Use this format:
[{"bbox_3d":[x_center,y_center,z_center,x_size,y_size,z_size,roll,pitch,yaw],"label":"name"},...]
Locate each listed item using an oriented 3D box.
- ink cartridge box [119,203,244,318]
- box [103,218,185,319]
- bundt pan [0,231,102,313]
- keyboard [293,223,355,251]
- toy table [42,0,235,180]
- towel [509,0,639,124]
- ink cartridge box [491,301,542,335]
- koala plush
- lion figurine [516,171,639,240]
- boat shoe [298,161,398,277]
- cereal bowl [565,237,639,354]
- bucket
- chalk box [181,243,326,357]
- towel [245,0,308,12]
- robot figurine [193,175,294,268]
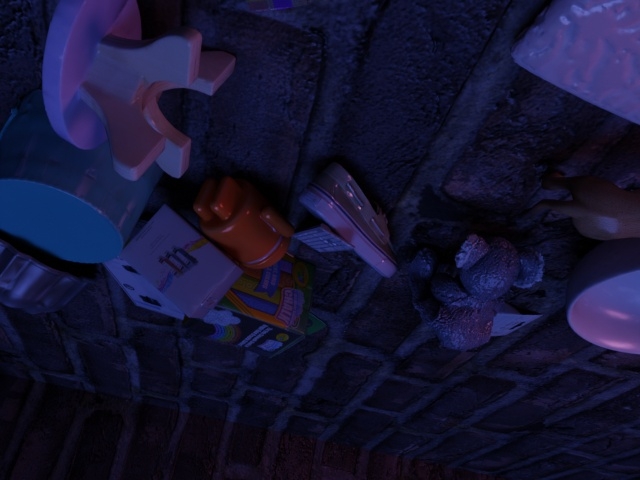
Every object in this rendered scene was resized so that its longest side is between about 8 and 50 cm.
[{"bbox_3d":[-0.251,0.043,1.113,0.176,0.127,0.128,41,174,5],"label":"ink cartridge box"},{"bbox_3d":[-0.379,0.065,1.340,0.169,0.087,0.290,15,150,15],"label":"box"},{"bbox_3d":[-0.606,0.027,1.168,0.330,0.124,0.331,37,179,1],"label":"bundt pan"},{"bbox_3d":[0.000,0.000,1.113,0.072,0.014,0.256,37,171,-9],"label":"keyboard"},{"bbox_3d":[-0.242,-0.201,0.796,0.160,0.252,0.274,29,156,2],"label":"toy table"},{"bbox_3d":[0.440,-0.257,0.662,0.316,0.053,0.332,19,148,-16],"label":"towel"},{"bbox_3d":[0.399,0.180,1.396,0.179,0.045,0.145,2,152,-23],"label":"ink cartridge box"},{"bbox_3d":[0.296,0.077,1.125,0.196,0.203,0.221,19,135,-15],"label":"koala plush"},{"bbox_3d":[0.470,-0.045,0.817,0.392,0.142,0.240,-10,-173,20],"label":"lion figurine"},{"bbox_3d":[0.077,-0.027,1.085,0.109,0.094,0.302,39,178,41],"label":"boat shoe"},{"bbox_3d":[0.608,0.073,1.053,0.338,0.141,0.339,7,149,4],"label":"cereal bowl"},{"bbox_3d":[-0.431,-0.098,1.034,0.281,0.183,0.281,8,147,5],"label":"bucket"},{"bbox_3d":[-0.127,0.135,1.327,0.288,0.179,0.180,23,145,-22],"label":"chalk box"},{"bbox_3d":[-0.062,-0.316,0.749,0.083,0.009,0.060,-1,146,16],"label":"towel"},{"bbox_3d":[-0.140,-0.029,1.118,0.158,0.128,0.219,-34,134,10],"label":"robot figurine"}]
